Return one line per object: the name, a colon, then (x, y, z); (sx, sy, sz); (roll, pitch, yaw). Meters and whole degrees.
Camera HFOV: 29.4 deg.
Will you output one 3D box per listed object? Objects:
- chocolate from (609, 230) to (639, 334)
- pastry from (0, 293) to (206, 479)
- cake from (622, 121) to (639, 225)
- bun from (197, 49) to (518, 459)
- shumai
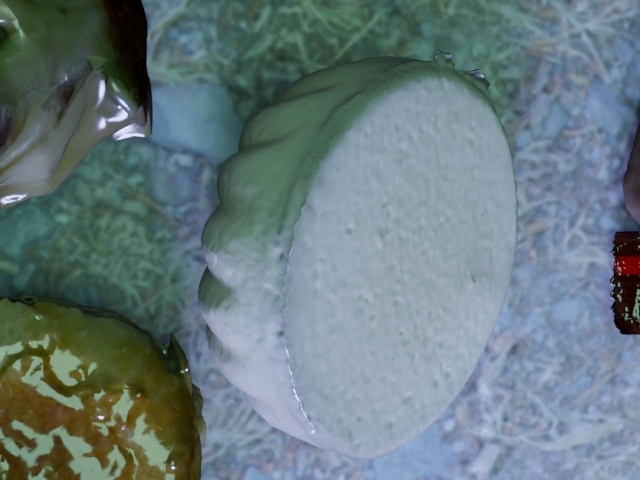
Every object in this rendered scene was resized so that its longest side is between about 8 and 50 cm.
chocolate: (0.305, 0.030, 0.935); (0.182, 0.028, 0.086); (-4, 91, -10)
pastry: (-0.194, 0.156, 0.822); (0.235, 0.121, 0.257); (-2, 100, -5)
cake: (0.371, -0.109, 0.817); (0.230, 0.237, 0.309); (16, 93, -9)
bun: (0.000, 0.000, 0.816); (0.263, 0.175, 0.263); (-17, 113, -47)
shumai: (-0.243, -0.119, 0.725); (0.283, 0.217, 0.346); (-3, 95, -9)
